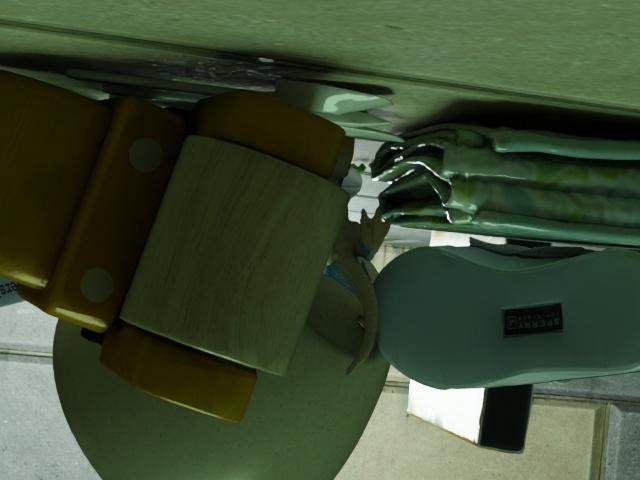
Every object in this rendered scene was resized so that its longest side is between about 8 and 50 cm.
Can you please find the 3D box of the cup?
[{"bbox_3d":[-0.062,0.108,1.383,0.331,0.331,0.237,8,141,-47],"label":"cup"}]

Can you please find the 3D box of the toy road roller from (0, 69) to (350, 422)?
[{"bbox_3d":[-0.147,-0.017,0.981,0.240,0.202,0.329,21,176,-20],"label":"toy road roller"}]

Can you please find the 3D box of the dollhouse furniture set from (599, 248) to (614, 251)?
[{"bbox_3d":[0.278,0.022,1.505,0.182,0.161,0.101,6,177,-38],"label":"dollhouse furniture set"}]

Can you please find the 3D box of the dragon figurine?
[{"bbox_3d":[0.000,0.000,1.214,0.085,0.289,0.144,-14,154,-18],"label":"dragon figurine"}]

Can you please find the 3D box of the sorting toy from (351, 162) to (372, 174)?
[{"bbox_3d":[0.072,-0.073,1.492,0.083,0.012,0.062,4,178,17],"label":"sorting toy"}]

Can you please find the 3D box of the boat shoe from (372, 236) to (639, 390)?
[{"bbox_3d":[0.206,0.058,1.216,0.156,0.136,0.367,2,173,-38],"label":"boat shoe"}]

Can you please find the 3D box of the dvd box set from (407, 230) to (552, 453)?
[{"bbox_3d":[0.199,0.097,1.799,0.062,0.308,0.420,9,178,-7],"label":"dvd box set"}]

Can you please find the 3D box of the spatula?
[{"bbox_3d":[-0.061,-0.106,1.050,0.242,0.019,0.168,9,179,8],"label":"spatula"}]

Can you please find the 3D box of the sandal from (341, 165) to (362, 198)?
[{"bbox_3d":[-0.026,-0.059,1.440,0.102,0.076,0.265,-3,168,-23],"label":"sandal"}]

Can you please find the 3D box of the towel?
[{"bbox_3d":[0.245,-0.038,1.146,0.374,0.090,0.320,6,-179,-10],"label":"towel"}]

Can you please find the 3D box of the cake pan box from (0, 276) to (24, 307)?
[{"bbox_3d":[-0.248,-0.008,1.418,0.267,0.070,0.246,-15,-165,30],"label":"cake pan box"}]
